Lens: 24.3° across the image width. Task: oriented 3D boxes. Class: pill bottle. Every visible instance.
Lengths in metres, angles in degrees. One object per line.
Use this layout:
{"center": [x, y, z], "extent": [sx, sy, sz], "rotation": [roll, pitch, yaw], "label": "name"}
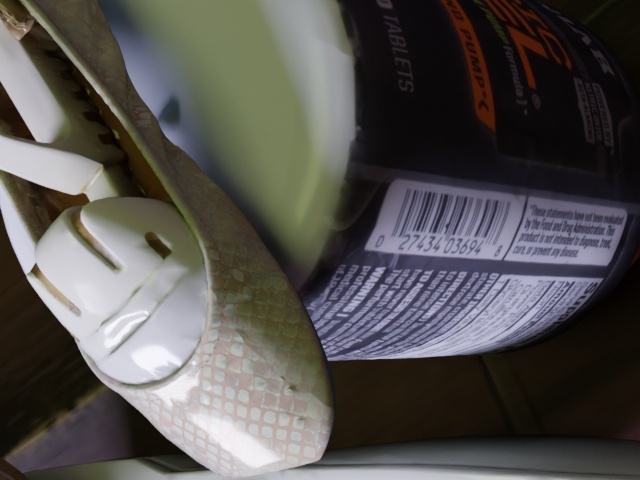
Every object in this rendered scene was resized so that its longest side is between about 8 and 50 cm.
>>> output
{"center": [0.025, -0.026, 0.486], "extent": [0.130, 0.246, 0.130], "rotation": [-2, 87, 35], "label": "pill bottle"}

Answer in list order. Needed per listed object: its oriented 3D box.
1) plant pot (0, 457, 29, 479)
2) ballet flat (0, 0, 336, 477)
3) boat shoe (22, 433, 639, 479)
{"center": [-0.227, 0.166, 0.571], "extent": [0.254, 0.237, 0.237], "rotation": [-16, 76, 20], "label": "plant pot"}
{"center": [-0.058, -0.009, 0.360], "extent": [0.057, 0.052, 0.168], "rotation": [-47, 63, 25], "label": "ballet flat"}
{"center": [0.002, 0.135, 0.563], "extent": [0.340, 0.127, 0.113], "rotation": [-9, 81, 37], "label": "boat shoe"}
